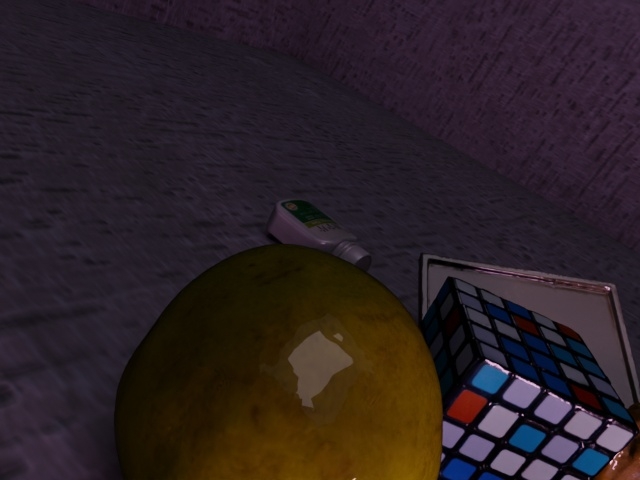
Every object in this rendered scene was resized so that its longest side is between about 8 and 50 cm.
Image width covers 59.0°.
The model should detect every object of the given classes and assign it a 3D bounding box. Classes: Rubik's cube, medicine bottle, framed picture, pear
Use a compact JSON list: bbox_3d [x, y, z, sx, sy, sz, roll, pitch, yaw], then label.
[{"bbox_3d":[0.190,0.181,0.634,0.184,0.187,0.182,26,22,-6],"label":"Rubik's cube"},{"bbox_3d":[0.000,0.000,0.975,0.183,0.069,0.119,39,24,27],"label":"medicine bottle"},{"bbox_3d":[0.296,0.136,0.820,0.315,0.024,0.232,10,52,-1],"label":"framed picture"},{"bbox_3d":[-0.024,0.129,0.456,0.253,0.253,0.307,27,16,2],"label":"pear"}]

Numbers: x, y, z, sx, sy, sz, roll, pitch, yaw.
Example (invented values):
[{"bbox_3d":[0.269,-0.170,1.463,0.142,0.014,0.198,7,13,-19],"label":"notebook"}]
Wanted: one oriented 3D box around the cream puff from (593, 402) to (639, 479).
[{"bbox_3d":[0.403,0.275,0.695,0.165,0.150,0.115,-11,7,11],"label":"cream puff"}]
